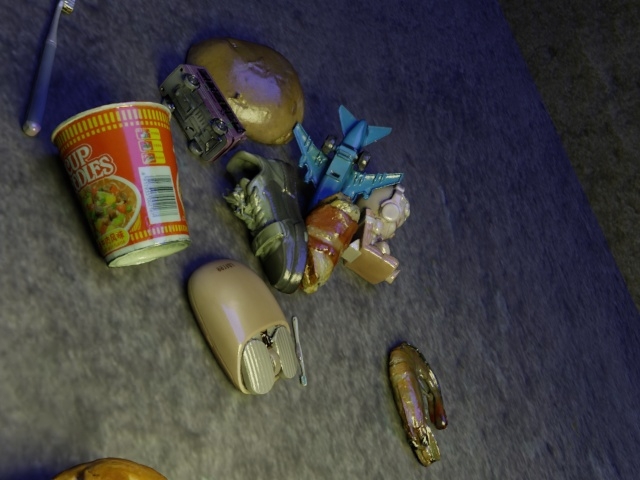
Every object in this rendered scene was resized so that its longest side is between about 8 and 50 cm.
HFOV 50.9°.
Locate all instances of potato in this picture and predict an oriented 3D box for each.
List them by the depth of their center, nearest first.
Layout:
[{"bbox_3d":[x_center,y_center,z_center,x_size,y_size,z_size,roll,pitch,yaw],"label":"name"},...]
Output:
[{"bbox_3d":[-0.133,-0.330,1.422,0.299,0.116,0.239,27,50,-30],"label":"potato"}]

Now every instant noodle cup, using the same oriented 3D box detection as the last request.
[{"bbox_3d":[-0.288,-0.076,1.025,0.193,0.193,0.212,-11,80,-50],"label":"instant noodle cup"}]

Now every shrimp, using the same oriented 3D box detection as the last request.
[{"bbox_3d":[0.205,0.325,1.360,0.173,0.058,0.253,18,49,-50],"label":"shrimp"}]

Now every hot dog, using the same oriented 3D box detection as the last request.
[{"bbox_3d":[0.000,0.000,1.295,0.103,0.146,0.213,29,68,6],"label":"hot dog"}]

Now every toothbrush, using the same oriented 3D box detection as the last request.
[{"bbox_3d":[-0.452,-0.306,1.122,0.030,0.025,0.342,27,45,-36],"label":"toothbrush"},{"bbox_3d":[-0.039,0.199,1.216,0.013,0.011,0.131,40,35,-55],"label":"toothbrush"}]

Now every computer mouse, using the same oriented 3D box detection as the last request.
[{"bbox_3d":[-0.126,0.135,1.109,0.145,0.082,0.236,-16,75,-52],"label":"computer mouse"}]

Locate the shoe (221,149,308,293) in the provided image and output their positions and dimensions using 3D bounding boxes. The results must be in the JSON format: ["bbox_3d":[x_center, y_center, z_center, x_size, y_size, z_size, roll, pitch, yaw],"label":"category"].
[{"bbox_3d":[-0.115,-0.042,1.237,0.149,0.109,0.292,18,49,-34],"label":"shoe"}]

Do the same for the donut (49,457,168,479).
[{"bbox_3d":[-0.247,0.408,0.721,0.299,0.150,0.317,53,37,-5],"label":"donut"}]

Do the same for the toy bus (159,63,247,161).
[{"bbox_3d":[-0.219,-0.243,1.278,0.178,0.087,0.098,58,31,6],"label":"toy bus"}]

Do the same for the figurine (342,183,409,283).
[{"bbox_3d":[0.132,-0.032,1.451,0.141,0.162,0.236,25,55,-9],"label":"figurine"}]

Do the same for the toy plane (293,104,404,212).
[{"bbox_3d":[0.039,-0.147,1.406,0.254,0.105,0.271,26,73,4],"label":"toy plane"}]
